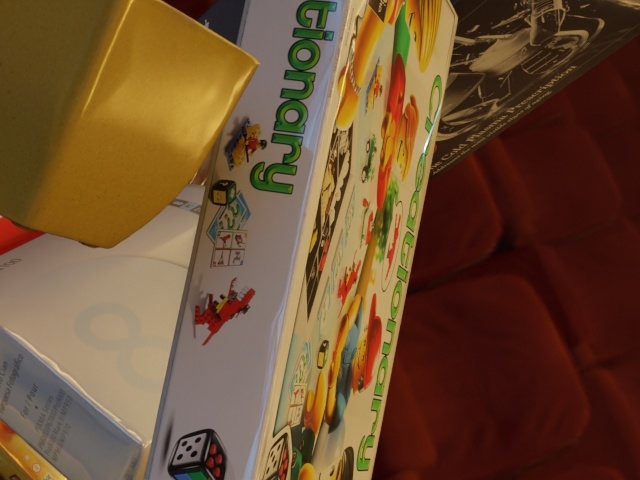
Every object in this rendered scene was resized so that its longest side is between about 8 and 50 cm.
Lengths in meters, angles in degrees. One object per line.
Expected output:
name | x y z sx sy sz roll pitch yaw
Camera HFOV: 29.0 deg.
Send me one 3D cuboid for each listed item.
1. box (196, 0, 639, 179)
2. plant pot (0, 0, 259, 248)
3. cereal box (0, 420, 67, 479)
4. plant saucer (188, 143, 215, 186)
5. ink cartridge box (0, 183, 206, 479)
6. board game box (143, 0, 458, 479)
box | 0.104 -0.219 1.247 0.312 0.343 0.179 0 62 -47
plant pot | -0.086 -0.045 0.418 0.081 0.083 0.081 23 0 29
cereal box | -0.282 0.134 1.306 0.173 0.047 0.240 49 44 -14
plant saucer | -0.201 -0.103 1.334 0.198 0.198 0.036 66 -18 -5
ink cartridge box | -0.201 0.006 1.026 0.385 0.091 0.308 39 36 13
board game box | 0.000 0.000 0.600 0.193 0.053 0.305 30 70 -71
